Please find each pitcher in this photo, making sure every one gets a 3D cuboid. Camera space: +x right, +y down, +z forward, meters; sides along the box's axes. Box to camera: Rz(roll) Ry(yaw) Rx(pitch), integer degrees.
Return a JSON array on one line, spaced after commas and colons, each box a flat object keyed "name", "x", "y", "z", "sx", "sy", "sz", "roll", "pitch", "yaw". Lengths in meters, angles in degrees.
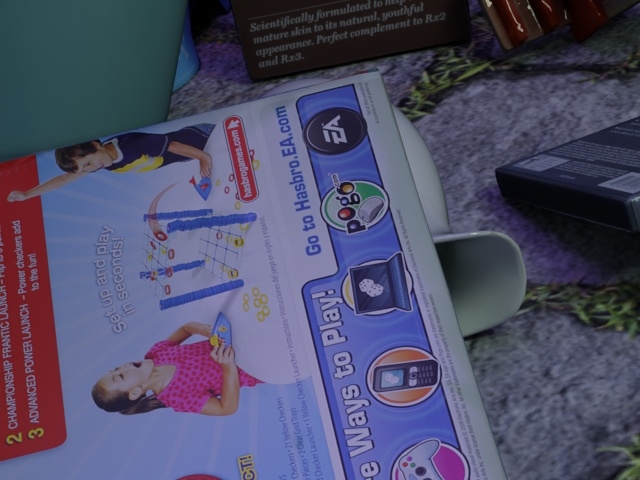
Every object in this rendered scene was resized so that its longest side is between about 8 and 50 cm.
[{"name": "pitcher", "x": 0.000, "y": 0.000, "z": 1.074, "sx": 0.178, "sy": 0.125, "sz": 0.207, "roll": -29, "pitch": 42, "yaw": -7}]

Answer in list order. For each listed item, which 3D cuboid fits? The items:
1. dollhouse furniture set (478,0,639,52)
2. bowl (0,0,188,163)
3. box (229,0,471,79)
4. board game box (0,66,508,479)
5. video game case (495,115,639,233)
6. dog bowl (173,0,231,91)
[{"name": "dollhouse furniture set", "x": 0.214, "y": -0.219, "z": 1.262, "sx": 0.135, "sy": 0.262, "sz": 0.259, "roll": -24, "pitch": -4, "yaw": -16}, {"name": "bowl", "x": -0.230, "y": -0.124, "z": 1.294, "sx": 0.312, "sy": 0.163, "sz": 0.311, "roll": -9, "pitch": 7, "yaw": 1}, {"name": "box", "x": 0.020, "y": -0.287, "z": 1.567, "sx": 0.191, "sy": 0.143, "sz": 0.381, "roll": -10, "pitch": 26, "yaw": 6}, {"name": "board game box", "x": -0.080, "y": 0.079, "z": 0.879, "sx": 0.302, "sy": 0.086, "sz": 0.308, "roll": -14, "pitch": 48, "yaw": 0}, {"name": "video game case", "x": 0.269, "y": -0.071, "z": 1.119, "sx": 0.274, "sy": 0.026, "sz": 0.196, "roll": -19, "pitch": 12, "yaw": -13}, {"name": "dog bowl", "x": -0.177, "y": -0.199, "z": 1.558, "sx": 0.166, "sy": 0.074, "sz": 0.297, "roll": -6, "pitch": 28, "yaw": 15}]
